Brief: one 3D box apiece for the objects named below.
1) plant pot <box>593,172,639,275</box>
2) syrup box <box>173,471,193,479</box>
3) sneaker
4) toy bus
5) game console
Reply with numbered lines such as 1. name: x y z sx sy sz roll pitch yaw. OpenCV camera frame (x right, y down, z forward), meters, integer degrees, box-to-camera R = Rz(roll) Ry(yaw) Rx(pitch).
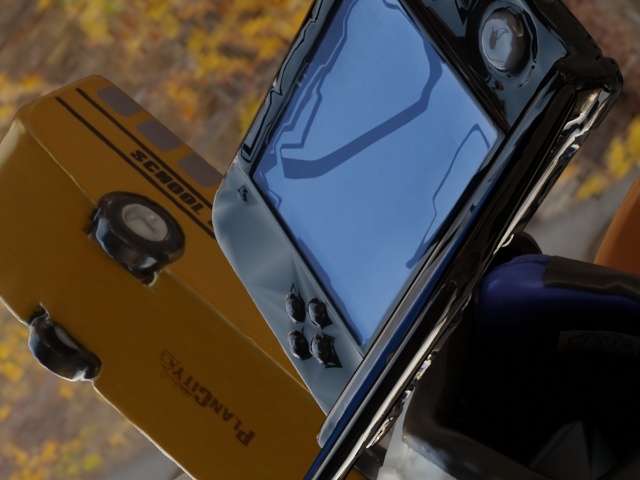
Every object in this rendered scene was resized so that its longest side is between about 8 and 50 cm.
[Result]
1. plant pot: 0.320 0.036 1.118 0.203 0.291 0.291 32 170 -19
2. syrup box: -0.050 0.274 1.293 0.237 0.093 0.096 59 174 -32
3. sneaker: 0.097 0.093 0.700 0.127 0.182 0.315 28 -168 19
4. toy bus: -0.055 0.056 1.077 0.333 0.108 0.130 40 -148 10
5. game console: 0.000 0.000 0.377 0.107 0.071 0.122 57 138 26
